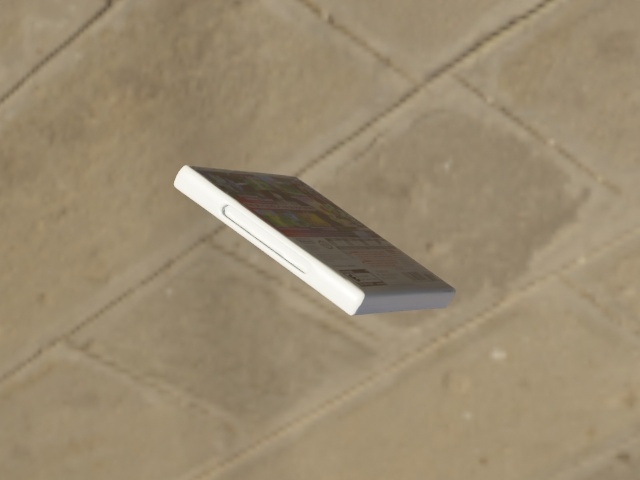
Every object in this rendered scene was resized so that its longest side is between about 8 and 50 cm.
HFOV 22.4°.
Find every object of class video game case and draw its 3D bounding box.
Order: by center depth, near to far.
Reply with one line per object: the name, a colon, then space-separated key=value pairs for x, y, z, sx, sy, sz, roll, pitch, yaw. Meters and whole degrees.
video game case: x=0.000 y=0.000 z=1.302 sx=0.023 sy=0.183 sz=0.201 roll=-59 pitch=158 yaw=13
